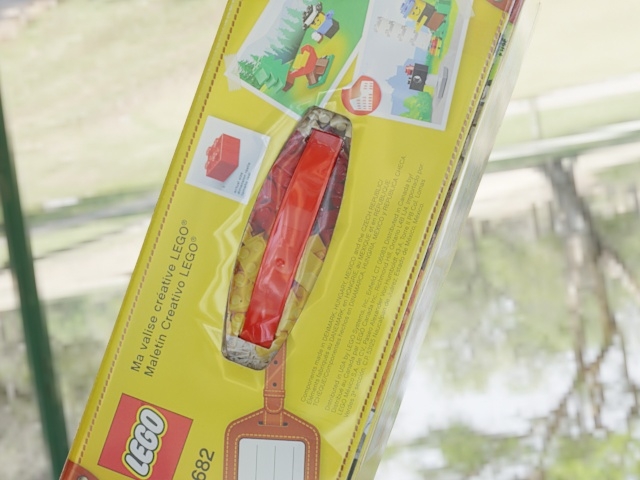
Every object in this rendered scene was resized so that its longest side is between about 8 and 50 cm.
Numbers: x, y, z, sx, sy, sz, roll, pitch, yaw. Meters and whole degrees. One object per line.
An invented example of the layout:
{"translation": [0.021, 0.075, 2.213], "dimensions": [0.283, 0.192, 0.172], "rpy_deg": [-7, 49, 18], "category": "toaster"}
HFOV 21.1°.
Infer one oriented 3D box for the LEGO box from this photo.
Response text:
{"translation": [0.000, 0.000, 1.319], "dimensions": [0.193, 0.500, 0.372], "rpy_deg": [20, -178, 7], "category": "LEGO box"}
